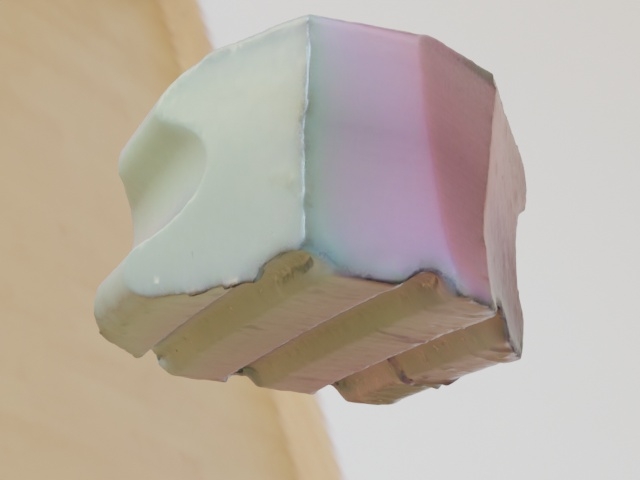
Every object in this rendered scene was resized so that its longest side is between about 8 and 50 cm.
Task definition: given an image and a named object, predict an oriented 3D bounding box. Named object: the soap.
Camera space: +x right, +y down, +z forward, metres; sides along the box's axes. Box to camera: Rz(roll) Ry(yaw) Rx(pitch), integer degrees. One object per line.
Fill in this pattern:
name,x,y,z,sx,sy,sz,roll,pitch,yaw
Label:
soap,0.000,0.000,0.826,0.192,0.324,0.109,8,77,-14
